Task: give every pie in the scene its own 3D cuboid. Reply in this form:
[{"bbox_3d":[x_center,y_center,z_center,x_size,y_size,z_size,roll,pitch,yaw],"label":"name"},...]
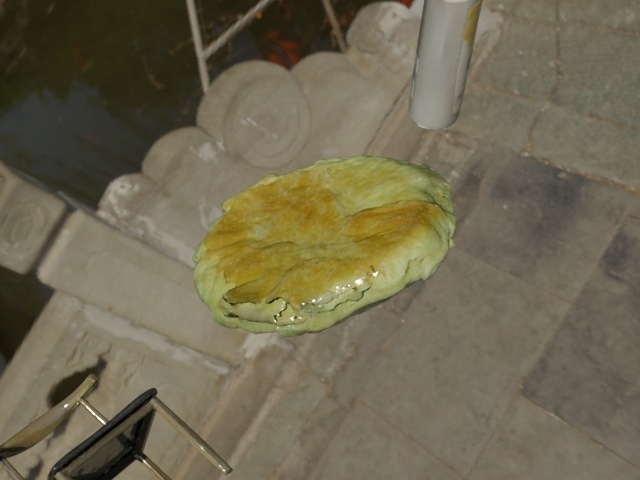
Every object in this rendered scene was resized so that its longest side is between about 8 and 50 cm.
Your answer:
[{"bbox_3d":[0.000,0.000,0.831,0.306,0.071,0.306,-18,33,12],"label":"pie"}]

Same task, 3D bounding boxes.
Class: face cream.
[{"bbox_3d":[0.160,-0.265,0.978,0.073,0.269,0.107,10,51,7],"label":"face cream"}]

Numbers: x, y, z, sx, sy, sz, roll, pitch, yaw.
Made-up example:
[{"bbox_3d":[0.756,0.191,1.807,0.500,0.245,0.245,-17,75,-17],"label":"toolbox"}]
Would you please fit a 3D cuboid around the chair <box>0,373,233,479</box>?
[{"bbox_3d":[-0.280,0.288,1.003,0.272,0.188,0.166,38,134,14],"label":"chair"}]
